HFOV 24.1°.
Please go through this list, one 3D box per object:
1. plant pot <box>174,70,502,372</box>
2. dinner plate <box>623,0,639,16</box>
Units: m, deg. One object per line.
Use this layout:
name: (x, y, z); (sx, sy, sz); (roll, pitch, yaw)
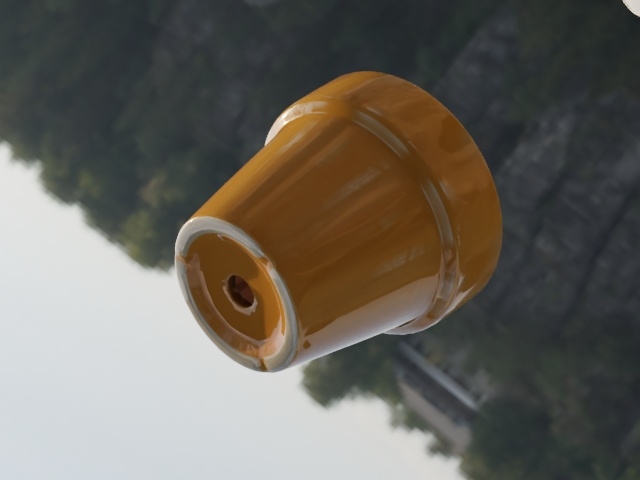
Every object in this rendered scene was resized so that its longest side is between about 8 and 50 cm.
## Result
plant pot: (0.000, 0.000, 1.131); (0.205, 0.188, 0.205); (27, 132, 34)
dinner plate: (0.241, -0.234, 1.097); (0.017, 0.141, 0.141); (1, -165, -17)
